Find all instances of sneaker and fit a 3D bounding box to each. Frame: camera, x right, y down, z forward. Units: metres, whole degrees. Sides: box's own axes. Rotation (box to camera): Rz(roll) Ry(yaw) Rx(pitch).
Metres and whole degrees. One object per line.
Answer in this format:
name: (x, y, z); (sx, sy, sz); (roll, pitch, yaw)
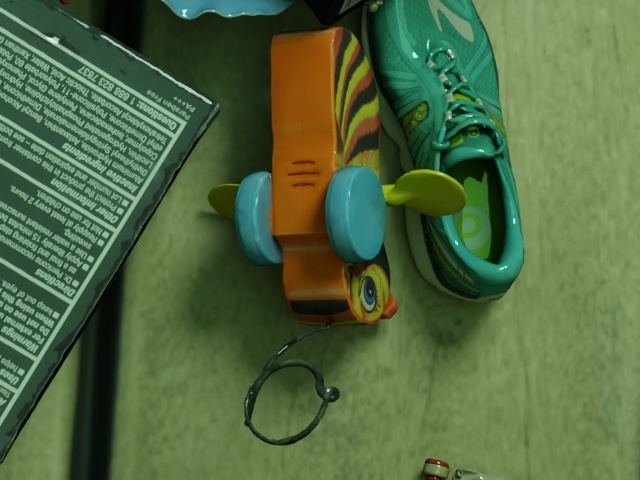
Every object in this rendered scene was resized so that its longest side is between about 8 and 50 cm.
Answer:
sneaker: (0.107, -0.089, 1.473); (0.107, 0.110, 0.275); (-15, 89, -10)

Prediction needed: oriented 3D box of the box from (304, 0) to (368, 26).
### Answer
box: (0.055, -0.306, 1.421); (0.261, 0.103, 0.184); (-34, 76, -26)

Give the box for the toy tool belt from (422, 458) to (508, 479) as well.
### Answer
toy tool belt: (0.115, 0.204, 1.489); (0.083, 0.052, 0.051); (18, 76, -8)

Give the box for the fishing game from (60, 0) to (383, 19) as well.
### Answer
fishing game: (-0.100, -0.214, 1.427); (0.264, 0.041, 0.189); (-6, 46, -31)

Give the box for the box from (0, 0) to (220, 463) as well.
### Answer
box: (-0.278, -0.040, 1.365); (0.296, 0.183, 0.294); (32, 81, -5)

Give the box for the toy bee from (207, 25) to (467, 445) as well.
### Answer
toy bee: (0.000, 0.000, 1.441); (0.195, 0.162, 0.298); (21, 87, 28)
